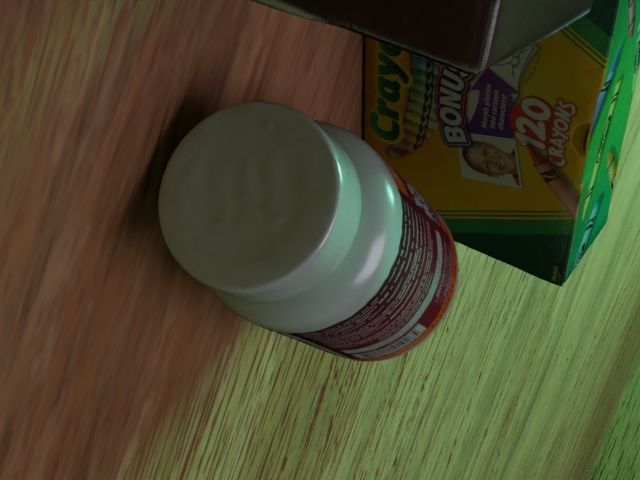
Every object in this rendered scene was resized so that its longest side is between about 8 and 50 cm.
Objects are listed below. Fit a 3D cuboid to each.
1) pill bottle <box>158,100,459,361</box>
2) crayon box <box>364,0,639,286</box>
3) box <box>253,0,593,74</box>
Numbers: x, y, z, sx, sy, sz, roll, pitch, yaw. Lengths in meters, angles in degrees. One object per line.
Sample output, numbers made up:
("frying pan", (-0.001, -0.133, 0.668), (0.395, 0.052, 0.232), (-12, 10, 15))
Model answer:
("pill bottle", (0.000, 0.000, 0.686), (0.121, 0.121, 0.221), (-64, 157, -3))
("crayon box", (0.118, -0.115, 0.767), (0.081, 0.165, 0.278), (-48, 151, -35))
("box", (0.045, -0.276, 0.421), (0.143, 0.191, 0.381), (-31, 140, -53))
